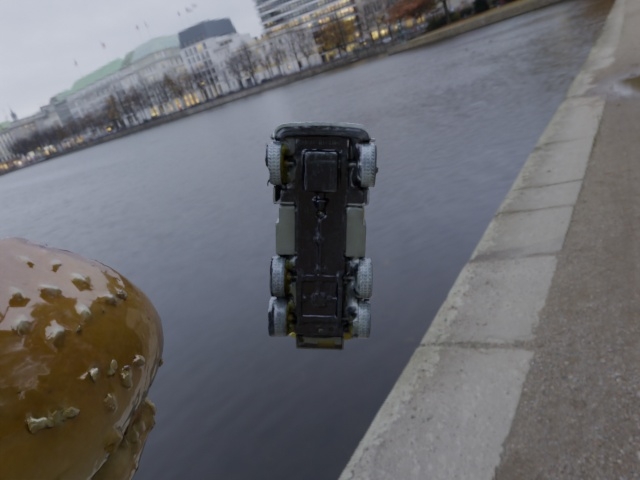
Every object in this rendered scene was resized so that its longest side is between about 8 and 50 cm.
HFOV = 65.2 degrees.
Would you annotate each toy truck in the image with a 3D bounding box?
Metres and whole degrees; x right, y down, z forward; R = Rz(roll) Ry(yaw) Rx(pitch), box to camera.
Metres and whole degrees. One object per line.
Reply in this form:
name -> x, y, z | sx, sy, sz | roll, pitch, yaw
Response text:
toy truck -> 0.000, 0.000, 0.481 | 0.098, 0.227, 0.114 | 1, 17, 2

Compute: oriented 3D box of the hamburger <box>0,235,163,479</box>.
hamburger -> -0.316, 0.152, 0.317 | 0.445, 0.268, 0.287 | 8, 32, -26
